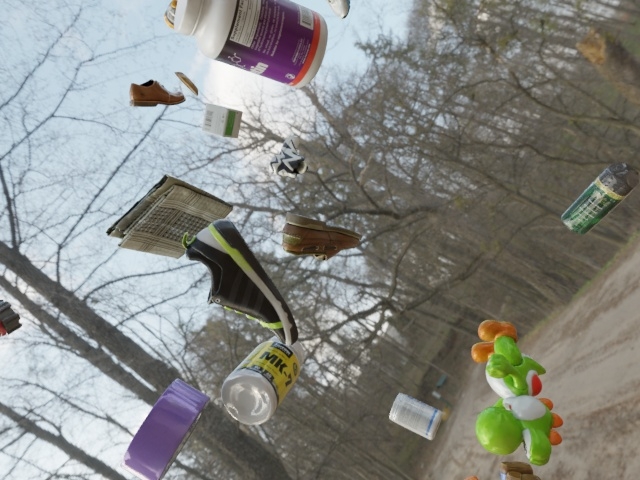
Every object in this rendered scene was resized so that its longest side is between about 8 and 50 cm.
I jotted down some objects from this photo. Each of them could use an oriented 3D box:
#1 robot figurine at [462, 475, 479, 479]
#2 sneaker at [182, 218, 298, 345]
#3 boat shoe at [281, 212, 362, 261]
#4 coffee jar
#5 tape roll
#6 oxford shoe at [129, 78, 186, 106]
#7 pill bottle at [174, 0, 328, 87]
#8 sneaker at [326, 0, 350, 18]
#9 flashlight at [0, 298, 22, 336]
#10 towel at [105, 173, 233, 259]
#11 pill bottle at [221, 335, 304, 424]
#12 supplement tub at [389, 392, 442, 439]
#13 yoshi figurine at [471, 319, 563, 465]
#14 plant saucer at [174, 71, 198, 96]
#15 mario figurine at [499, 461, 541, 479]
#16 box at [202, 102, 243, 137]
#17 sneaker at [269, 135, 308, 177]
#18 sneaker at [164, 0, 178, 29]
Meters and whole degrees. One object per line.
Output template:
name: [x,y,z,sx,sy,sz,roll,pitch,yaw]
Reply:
robot figurine: [0.358,0.612,0.969,0.128,0.219,0.158,15,-70,-25]
sneaker: [-0.123,0.075,0.706,0.097,0.234,0.084,-34,15,-7]
boat shoe: [0.000,0.000,1.254,0.307,0.111,0.104,12,-86,-51]
coffee jar: [0.684,-0.102,1.137,0.096,0.079,0.184,-30,-25,-33]
tape roll: [-0.304,0.379,0.925,0.188,0.080,0.189,-61,-2,-3]
oxford shoe: [-0.471,-0.434,1.364,0.212,0.076,0.075,-37,-49,-62]
pill bottle: [-0.157,-0.482,1.065,0.323,0.181,0.181,9,-68,-30]
sneaker: [0.016,-0.735,1.360,0.083,0.190,0.071,-30,3,-34]
flashlight: [-0.972,0.276,1.235,0.304,0.103,0.103,-42,-17,-46]
towel: [-0.492,-0.060,1.550,0.312,0.056,0.324,-38,-30,16]
pill bottle: [-0.115,0.291,1.010,0.119,0.119,0.208,-69,-11,19]
supplement tub: [0.224,0.411,1.087,0.071,0.107,0.071,-46,-33,-42]
yoshi figurine: [0.462,0.394,1.202,0.203,0.204,0.362,-43,29,29]
plant saucer: [-0.351,-0.418,1.228,0.015,0.083,0.083,-46,-25,-2]
mario figurine: [0.503,0.716,1.116,0.198,0.170,0.320,6,-94,-45]
box: [-0.344,-0.419,1.630,0.087,0.102,0.101,-16,-57,-62]
sneaker: [-0.106,-0.354,2.010,0.094,0.153,0.235,101,-165,-46]
sneaker: [-0.330,-0.640,1.317,0.215,0.084,0.083,-12,-3,-21]
